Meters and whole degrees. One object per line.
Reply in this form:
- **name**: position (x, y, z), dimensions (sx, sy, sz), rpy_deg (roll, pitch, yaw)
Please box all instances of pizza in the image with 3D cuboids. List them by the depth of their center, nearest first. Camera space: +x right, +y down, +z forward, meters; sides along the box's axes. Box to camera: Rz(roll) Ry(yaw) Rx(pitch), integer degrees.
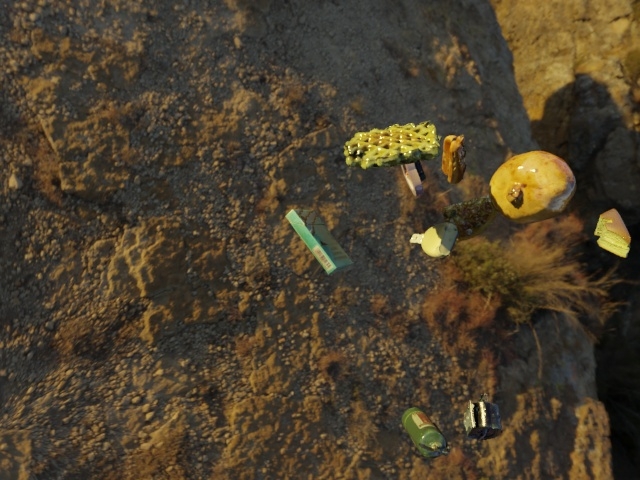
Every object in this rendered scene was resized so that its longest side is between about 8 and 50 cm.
- **pizza**: position (0.530, -0.079, 1.726), dimensions (0.197, 0.292, 0.058), rpy_deg (15, 54, -14)

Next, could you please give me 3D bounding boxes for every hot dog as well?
- **hot dog**: position (0.506, -0.306, 1.795), dimensions (0.072, 0.269, 0.109), rpy_deg (-20, 63, 0)

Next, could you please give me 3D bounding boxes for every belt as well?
- **belt**: position (0.590, 0.645, 1.742), dimensions (0.122, 0.218, 0.128), rpy_deg (0, 55, 7)

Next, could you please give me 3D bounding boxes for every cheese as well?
- **cheese**: position (0.381, -0.002, 1.662), dimensions (0.054, 0.251, 0.127), rpy_deg (27, 83, -17)

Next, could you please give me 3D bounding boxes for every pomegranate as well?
- **pomegranate**: position (0.647, -0.161, 1.469), dimensions (0.248, 0.248, 0.248), rpy_deg (14, 63, -30)

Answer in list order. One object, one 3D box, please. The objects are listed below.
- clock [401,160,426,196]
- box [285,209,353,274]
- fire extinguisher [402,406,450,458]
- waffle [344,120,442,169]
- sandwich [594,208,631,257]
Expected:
- **clock**: position (0.358, -0.269, 1.839), dimensions (0.172, 0.064, 0.198), rpy_deg (-34, 104, -84)
- **box**: position (0.000, -0.001, 1.513), dimensions (0.229, 0.041, 0.162), rpy_deg (53, 19, 13)
- **fire extinguisher**: position (0.343, 0.630, 1.536), dimensions (0.118, 0.294, 0.093), rpy_deg (18, 88, -4)
- **waffle**: position (0.217, -0.289, 1.453), dimensions (0.317, 0.297, 0.073), rpy_deg (-74, 156, -61)
- **sandwich**: position (1.129, -0.037, 1.853), dimensions (0.244, 0.088, 0.090), rpy_deg (-66, 153, -50)
